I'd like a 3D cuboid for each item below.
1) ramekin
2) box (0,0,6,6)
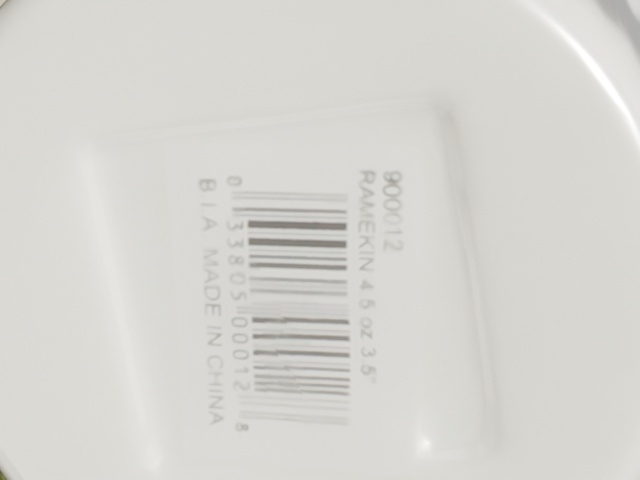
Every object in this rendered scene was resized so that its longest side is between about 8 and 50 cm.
[{"bbox_3d":[0.000,0.000,0.399,0.277,0.277,0.135,66,16,-11],"label":"ramekin"},{"bbox_3d":[-0.155,-0.181,0.607,0.148,0.121,0.311,-88,-173,-47],"label":"box"}]
